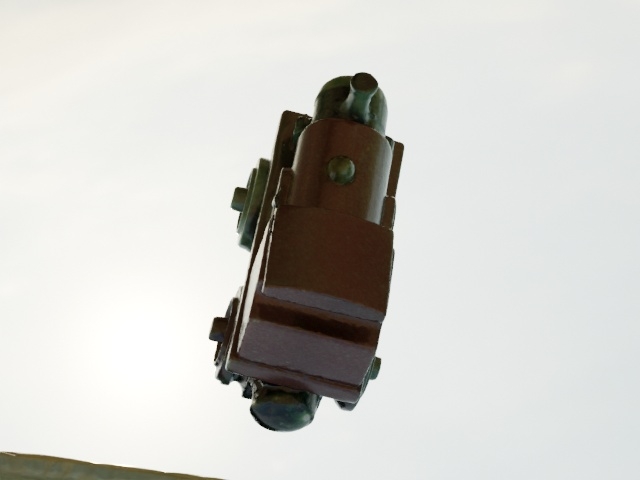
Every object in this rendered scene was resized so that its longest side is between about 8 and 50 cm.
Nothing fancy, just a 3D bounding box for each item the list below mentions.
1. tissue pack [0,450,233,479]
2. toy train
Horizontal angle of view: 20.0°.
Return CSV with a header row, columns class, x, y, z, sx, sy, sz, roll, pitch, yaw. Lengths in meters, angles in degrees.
class,x,y,z,sx,sy,sz,roll,pitch,yaw
tissue pack,-0.277,0.349,1.804,0.332,0.205,0.405,11,158,-20
toy train,0.000,0.000,1.501,0.150,0.221,0.304,13,-126,-6
